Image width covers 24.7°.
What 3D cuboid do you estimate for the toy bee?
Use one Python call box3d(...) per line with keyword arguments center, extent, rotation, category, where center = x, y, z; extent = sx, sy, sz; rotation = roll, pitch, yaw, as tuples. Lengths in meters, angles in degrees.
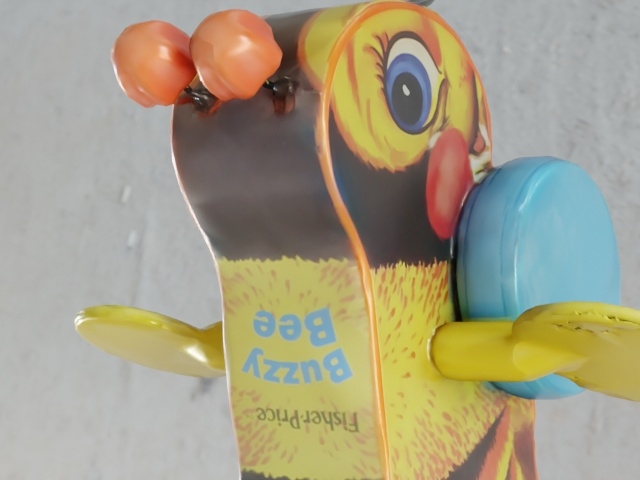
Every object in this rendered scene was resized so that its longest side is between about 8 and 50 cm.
box3d(center=(0.000, 0.000, 0.417), extent=(0.195, 0.162, 0.298), rotation=(-27, 69, 32), category="toy bee")
